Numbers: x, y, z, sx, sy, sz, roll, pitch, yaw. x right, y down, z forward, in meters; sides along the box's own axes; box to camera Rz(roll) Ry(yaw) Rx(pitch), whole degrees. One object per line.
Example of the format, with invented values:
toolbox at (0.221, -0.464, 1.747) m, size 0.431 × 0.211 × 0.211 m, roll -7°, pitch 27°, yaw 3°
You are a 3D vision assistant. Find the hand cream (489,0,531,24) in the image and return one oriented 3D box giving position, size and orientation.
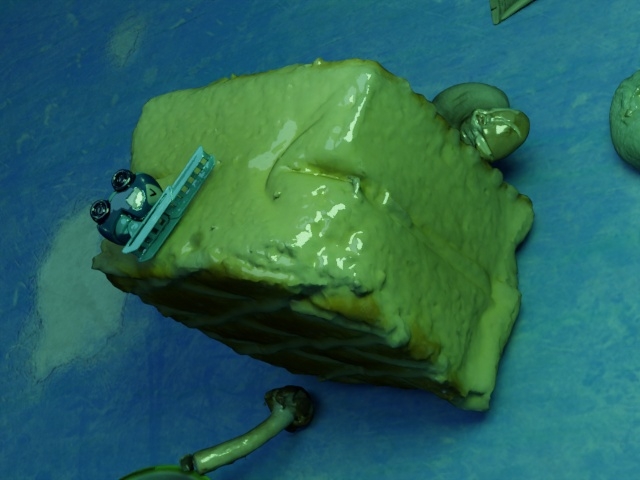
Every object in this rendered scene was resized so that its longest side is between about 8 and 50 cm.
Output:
hand cream at (0.297, -0.352, 1.465) m, size 0.165 × 0.037 × 0.057 m, roll -30°, pitch 47°, yaw 36°

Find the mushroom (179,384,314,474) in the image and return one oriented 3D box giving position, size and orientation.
mushroom at (-0.089, 0.237, 1.353) m, size 0.187 × 0.061 × 0.060 m, roll -28°, pitch 43°, yaw -26°

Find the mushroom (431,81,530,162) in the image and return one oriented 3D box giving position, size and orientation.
mushroom at (0.187, -0.147, 1.343) m, size 0.116 × 0.093 × 0.225 m, roll -33°, pitch 9°, yaw 10°

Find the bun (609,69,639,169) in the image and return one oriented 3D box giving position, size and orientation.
bun at (0.384, -0.147, 1.205) m, size 0.140 × 0.083 × 0.141 m, roll -24°, pitch 47°, yaw 29°

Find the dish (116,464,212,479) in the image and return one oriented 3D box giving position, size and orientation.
dish at (-0.196, 0.450, 1.335) m, size 0.324 × 0.124 × 0.324 m, roll -20°, pitch 49°, yaw 24°

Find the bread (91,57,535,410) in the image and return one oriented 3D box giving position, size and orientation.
bread at (0.000, 0.000, 1.254) m, size 0.390 × 0.371 × 0.279 m, roll 2°, pitch 64°, yaw 42°

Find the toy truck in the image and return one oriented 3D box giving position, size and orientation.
toy truck at (-0.174, -0.049, 1.128) m, size 0.074 × 0.063 × 0.136 m, roll 33°, pitch 89°, yaw 30°
